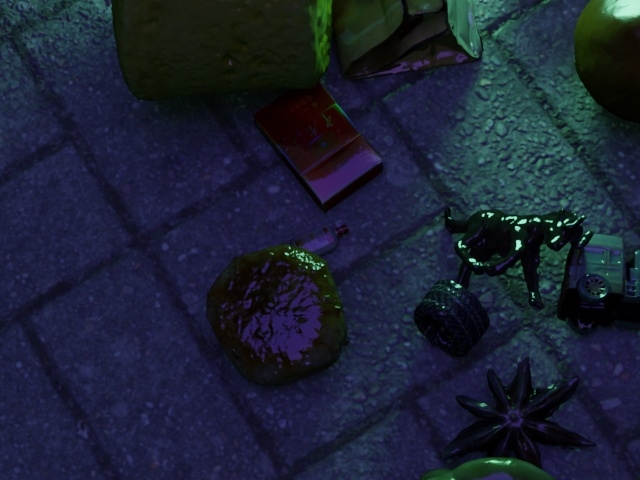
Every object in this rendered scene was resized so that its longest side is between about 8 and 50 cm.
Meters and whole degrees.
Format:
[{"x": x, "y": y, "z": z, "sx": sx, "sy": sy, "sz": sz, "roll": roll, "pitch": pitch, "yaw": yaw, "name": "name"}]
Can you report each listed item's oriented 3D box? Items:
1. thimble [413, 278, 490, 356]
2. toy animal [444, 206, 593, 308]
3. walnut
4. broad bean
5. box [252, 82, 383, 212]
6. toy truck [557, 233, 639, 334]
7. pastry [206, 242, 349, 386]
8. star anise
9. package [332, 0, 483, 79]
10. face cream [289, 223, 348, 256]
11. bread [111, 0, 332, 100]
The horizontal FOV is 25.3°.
[{"x": 0.176, "y": 0.105, "z": 1.920, "sx": 0.095, "sy": 0.104, "sz": 0.066, "roll": 39, "pitch": 71, "yaw": 4, "name": "thimble"}, {"x": 0.255, "y": 0.009, "z": 1.936, "sx": 0.232, "sy": 0.084, "sz": 0.148, "roll": 4, "pitch": 50, "yaw": 43, "name": "toy animal"}, {"x": 0.447, "y": -0.259, "z": 1.915, "sx": 0.208, "sy": 0.336, "sz": 0.209, "roll": 0, "pitch": 94, "yaw": 1, "name": "walnut"}, {"x": 0.215, "y": 0.361, "z": 1.824, "sx": 0.228, "sy": 0.100, "sz": 0.169, "roll": -10, "pitch": 97, "yaw": 10, "name": "broad bean"}, {"x": -0.004, "y": -0.140, "z": 2.049, "sx": 0.112, "sy": 0.048, "sz": 0.175, "roll": -36, "pitch": 72, "yaw": -9, "name": "box"}, {"x": 0.453, "y": 0.055, "z": 1.921, "sx": 0.256, "sy": 0.108, "sz": 0.140, "roll": 7, "pitch": 59, "yaw": 5, "name": "toy truck"}, {"x": -0.061, "y": 0.101, "z": 1.946, "sx": 0.182, "sy": 0.093, "sz": 0.193, "roll": -19, "pitch": 73, "yaw": 1, "name": "pastry"}, {"x": 0.263, "y": 0.248, "z": 1.887, "sx": 0.180, "sy": 0.061, "sz": 0.204, "roll": 41, "pitch": 81, "yaw": 8, "name": "star anise"}, {"x": 0.111, "y": -0.417, "z": 2.076, "sx": 0.221, "sy": 0.165, "sz": 0.311, "roll": -7, "pitch": 70, "yaw": 2, "name": "package"}, {"x": 0.000, "y": 0.000, "z": 2.015, "sx": 0.083, "sy": 0.021, "sz": 0.040, "roll": -26, "pitch": 74, "yaw": -5, "name": "face cream"}, {"x": -0.131, "y": -0.355, "z": 1.984, "sx": 0.307, "sy": 0.348, "sz": 0.348, "roll": 8, "pitch": 72, "yaw": 3, "name": "bread"}]
